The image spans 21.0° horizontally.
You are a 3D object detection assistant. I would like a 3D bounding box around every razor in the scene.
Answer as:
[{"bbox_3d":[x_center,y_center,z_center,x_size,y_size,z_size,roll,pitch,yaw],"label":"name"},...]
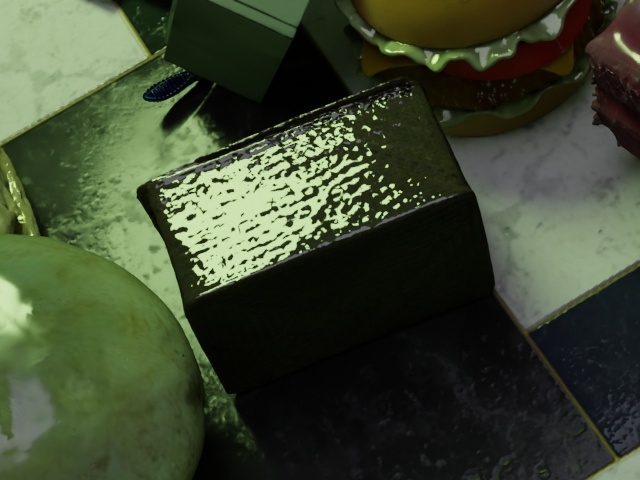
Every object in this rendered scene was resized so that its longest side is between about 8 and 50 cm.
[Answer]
[{"bbox_3d":[-0.118,-0.183,1.767,0.154,0.028,0.044,-40,50,-17],"label":"razor"}]

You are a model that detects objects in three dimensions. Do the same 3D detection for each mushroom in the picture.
[{"bbox_3d":[-0.264,0.157,1.470,0.352,0.260,0.352,-4,54,5],"label":"mushroom"}]

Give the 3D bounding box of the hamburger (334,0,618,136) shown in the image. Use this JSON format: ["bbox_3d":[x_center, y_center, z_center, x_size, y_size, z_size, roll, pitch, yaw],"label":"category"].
[{"bbox_3d":[0.145,-0.253,1.633,0.274,0.212,0.274,-6,59,10],"label":"hamburger"}]

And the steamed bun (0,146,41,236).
[{"bbox_3d":[-0.459,-0.081,1.714,0.247,0.189,0.428,-33,57,3],"label":"steamed bun"}]

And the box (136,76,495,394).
[{"bbox_3d":[-0.001,-0.002,1.537,0.273,0.184,0.143,-22,56,1],"label":"box"}]

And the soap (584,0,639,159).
[{"bbox_3d":[0.379,-0.073,1.462,0.127,0.220,0.325,-43,58,-7],"label":"soap"}]

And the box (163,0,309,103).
[{"bbox_3d":[-0.053,-0.281,1.661,0.117,0.225,0.225,24,76,-4],"label":"box"}]
